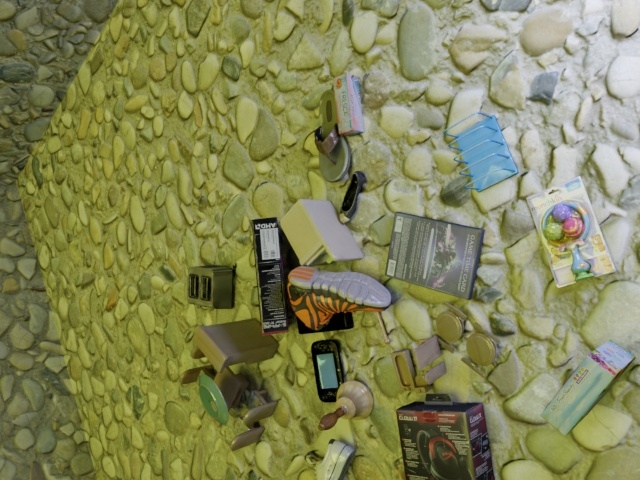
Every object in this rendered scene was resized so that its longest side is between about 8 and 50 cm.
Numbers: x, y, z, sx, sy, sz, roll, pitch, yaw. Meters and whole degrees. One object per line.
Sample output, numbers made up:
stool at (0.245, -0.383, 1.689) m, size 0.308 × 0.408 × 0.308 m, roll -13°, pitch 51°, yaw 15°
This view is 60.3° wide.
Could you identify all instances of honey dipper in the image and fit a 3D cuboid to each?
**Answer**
honey dipper at (0.178, 0.235, 1.665) m, size 0.030 × 0.030 × 0.160 m, roll -28°, pitch 75°, yaw 37°

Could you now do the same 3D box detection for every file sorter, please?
file sorter at (0.406, -0.228, 1.416) m, size 0.118 × 0.104 × 0.170 m, roll -28°, pitch 72°, yaw 37°

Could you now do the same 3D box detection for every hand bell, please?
hand bell at (0.056, 0.509, 1.619) m, size 0.126 × 0.242 × 0.126 m, roll 2°, pitch 95°, yaw 26°

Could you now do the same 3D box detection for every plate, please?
plate at (-0.374, 0.548, 1.885) m, size 0.188 × 0.024 × 0.188 m, roll 27°, pitch 128°, yaw 42°

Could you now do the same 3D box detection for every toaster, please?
toaster at (-0.420, 0.174, 2.123) m, size 0.168 × 0.110 × 0.185 m, roll 4°, pitch 93°, yaw 40°

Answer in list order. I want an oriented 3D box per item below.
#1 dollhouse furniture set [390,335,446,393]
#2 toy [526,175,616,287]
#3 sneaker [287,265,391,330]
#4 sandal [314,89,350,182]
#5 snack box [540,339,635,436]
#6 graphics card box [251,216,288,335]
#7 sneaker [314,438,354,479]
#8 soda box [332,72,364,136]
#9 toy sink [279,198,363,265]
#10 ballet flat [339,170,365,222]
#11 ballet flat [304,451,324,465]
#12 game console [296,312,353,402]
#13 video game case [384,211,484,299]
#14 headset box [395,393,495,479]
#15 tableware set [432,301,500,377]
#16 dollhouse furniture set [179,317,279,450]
dollhouse furniture set at (0.248, 0.361, 1.531) m, size 0.151 × 0.123 × 0.144 m, roll -17°, pitch 88°, yaw 39°
toy at (0.581, -0.019, 1.301) m, size 0.137 × 0.056 × 0.237 m, roll -25°, pitch 75°, yaw 37°
sneaker at (0.055, 0.191, 1.675) m, size 0.321 × 0.124 × 0.180 m, roll 13°, pitch 125°, yaw 19°
sandal at (0.020, -0.332, 1.755) m, size 0.120 × 0.086 × 0.302 m, roll -10°, pitch 84°, yaw 40°
snack box at (0.585, 0.316, 1.201) m, size 0.070 × 0.207 × 0.174 m, roll 41°, pitch 115°, yaw 32°
graphics card box at (-0.166, 0.118, 1.834) m, size 0.094 × 0.233 × 0.371 m, roll -7°, pitch 85°, yaw -4°
sneaker at (0.022, 0.754, 1.765) m, size 0.091 × 0.094 × 0.258 m, roll 28°, pitch 97°, yaw 28°
soda box at (0.088, -0.420, 1.712) m, size 0.058 × 0.063 × 0.183 m, roll -9°, pitch 85°, yaw 40°
toy sink at (0.000, 0.000, 1.735) m, size 0.131 × 0.153 × 0.234 m, roll -46°, pitch 64°, yaw 31°
ballet flat at (0.091, -0.137, 1.721) m, size 0.057 × 0.049 × 0.173 m, roll 30°, pitch 109°, yaw 37°
ballet flat at (-0.010, 0.737, 1.825) m, size 0.114 × 0.041 × 0.041 m, roll 10°, pitch 97°, yaw 40°
game console at (0.024, 0.341, 1.789) m, size 0.213 × 0.044 × 0.361 m, roll -15°, pitch 81°, yaw 40°
video game case at (0.313, 0.038, 1.551) m, size 0.274 × 0.026 × 0.196 m, roll 15°, pitch 100°, yaw 38°
headset box at (0.335, 0.562, 1.481) m, size 0.218 × 0.110 × 0.293 m, roll -13°, pitch 82°, yaw 40°
tableware set at (0.394, 0.257, 1.477) m, size 0.194 × 0.039 × 0.128 m, roll 38°, pitch 126°, yaw 40°
dollhouse furniture set at (-0.353, 0.495, 1.973) m, size 0.362 × 0.256 × 0.394 m, roll 40°, pitch 115°, yaw 33°
